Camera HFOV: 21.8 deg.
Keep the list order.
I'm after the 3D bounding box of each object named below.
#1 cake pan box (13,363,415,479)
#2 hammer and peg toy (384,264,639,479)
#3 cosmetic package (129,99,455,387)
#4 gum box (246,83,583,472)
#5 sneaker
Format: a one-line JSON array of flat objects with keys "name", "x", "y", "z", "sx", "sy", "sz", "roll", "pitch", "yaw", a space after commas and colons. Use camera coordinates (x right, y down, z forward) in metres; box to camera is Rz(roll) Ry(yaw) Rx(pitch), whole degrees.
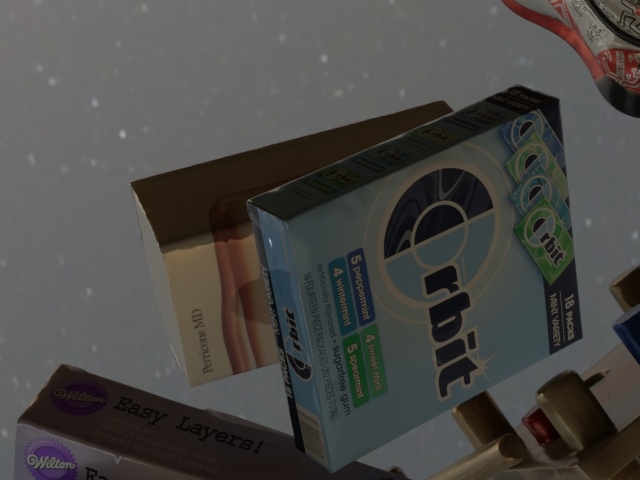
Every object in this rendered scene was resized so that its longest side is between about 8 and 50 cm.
[{"name": "cake pan box", "x": -0.068, "y": 0.220, "z": 1.000, "sx": 0.266, "sy": 0.246, "sz": 0.070, "roll": 17, "pitch": -151, "yaw": 11}, {"name": "hammer and peg toy", "x": 0.208, "y": 0.145, "z": 1.275, "sx": 0.361, "sy": 0.266, "sz": 0.127, "roll": -36, "pitch": -89, "yaw": -19}, {"name": "cosmetic package", "x": 0.000, "y": 0.000, "z": 1.439, "sx": 0.296, "sy": 0.153, "sz": 0.129, "roll": -16, "pitch": -149, "yaw": -10}, {"name": "gum box", "x": 0.059, "y": 0.019, "z": 0.916, "sx": 0.184, "sy": 0.157, "sz": 0.041, "roll": -24, "pitch": -150, "yaw": -27}, {"name": "sneaker", "x": 0.235, "y": -0.238, "z": 1.435, "sx": 0.090, "sy": 0.145, "sz": 0.270, "roll": -16, "pitch": -133, "yaw": -21}]
